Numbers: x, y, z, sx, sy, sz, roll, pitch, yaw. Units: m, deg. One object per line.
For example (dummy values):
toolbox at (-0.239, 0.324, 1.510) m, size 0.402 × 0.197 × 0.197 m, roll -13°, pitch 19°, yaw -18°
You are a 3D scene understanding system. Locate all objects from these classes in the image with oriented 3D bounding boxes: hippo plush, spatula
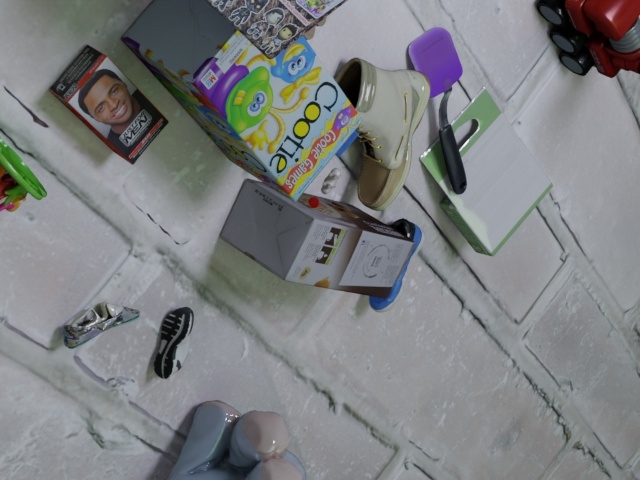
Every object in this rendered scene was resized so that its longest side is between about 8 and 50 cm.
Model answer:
hippo plush at (-0.110, 0.403, 1.924) m, size 0.294 × 0.234 × 0.236 m, roll -54°, pitch 143°, yaw -6°
spatula at (0.193, -0.189, 1.987) m, size 0.084 × 0.030 × 0.296 m, roll -38°, pitch 135°, yaw -25°

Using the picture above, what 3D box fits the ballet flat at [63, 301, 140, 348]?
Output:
ballet flat at (-0.282, 0.101, 1.673) m, size 0.114 × 0.041 × 0.041 m, roll -26°, pitch 133°, yaw -37°

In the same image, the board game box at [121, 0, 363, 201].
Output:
board game box at (-0.089, -0.193, 1.586) m, size 0.142 × 0.144 × 0.275 m, roll -51°, pitch 142°, yaw -7°

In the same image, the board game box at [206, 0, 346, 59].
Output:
board game box at (-0.018, -0.383, 1.376) m, size 0.291 × 0.232 × 0.141 m, roll -36°, pitch 145°, yaw 12°

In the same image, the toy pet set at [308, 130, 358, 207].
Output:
toy pet set at (-0.015, -0.125, 1.758) m, size 0.114 × 0.122 × 0.065 m, roll -50°, pitch 179°, yaw 16°

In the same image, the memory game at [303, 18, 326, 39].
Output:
memory game at (-0.027, -0.338, 1.594) m, size 0.186 × 0.012 × 0.186 m, roll -1°, pitch 91°, yaw -64°

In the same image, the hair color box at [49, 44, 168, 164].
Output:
hair color box at (-0.245, -0.157, 1.519) m, size 0.072 × 0.043 × 0.141 m, roll -52°, pitch 143°, yaw -6°

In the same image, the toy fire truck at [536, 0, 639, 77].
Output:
toy fire truck at (0.479, -0.313, 2.062) m, size 0.158 × 0.246 × 0.217 m, roll -52°, pitch 143°, yaw -9°

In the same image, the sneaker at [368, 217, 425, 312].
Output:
sneaker at (0.108, 0.036, 2.050) m, size 0.152 × 0.058 × 0.084 m, roll -60°, pitch 150°, yaw -3°

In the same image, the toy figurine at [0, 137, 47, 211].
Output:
toy figurine at (-0.395, -0.043, 1.403) m, size 0.159 × 0.130 × 0.173 m, roll -38°, pitch 166°, yaw -3°

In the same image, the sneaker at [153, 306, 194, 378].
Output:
sneaker at (-0.199, 0.138, 1.801) m, size 0.044 × 0.040 × 0.109 m, roll -19°, pitch 135°, yaw -61°

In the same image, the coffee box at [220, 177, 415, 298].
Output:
coffee box at (0.000, 0.000, 1.833) m, size 0.246 × 0.141 × 0.098 m, roll 13°, pitch 106°, yaw -51°

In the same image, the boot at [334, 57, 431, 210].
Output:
boot at (0.065, -0.150, 1.853) m, size 0.165 × 0.077 × 0.213 m, roll 4°, pitch 107°, yaw -51°

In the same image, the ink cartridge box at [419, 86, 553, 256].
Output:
ink cartridge box at (0.262, -0.113, 2.127) m, size 0.171 × 0.056 × 0.235 m, roll -48°, pitch 118°, yaw -14°
